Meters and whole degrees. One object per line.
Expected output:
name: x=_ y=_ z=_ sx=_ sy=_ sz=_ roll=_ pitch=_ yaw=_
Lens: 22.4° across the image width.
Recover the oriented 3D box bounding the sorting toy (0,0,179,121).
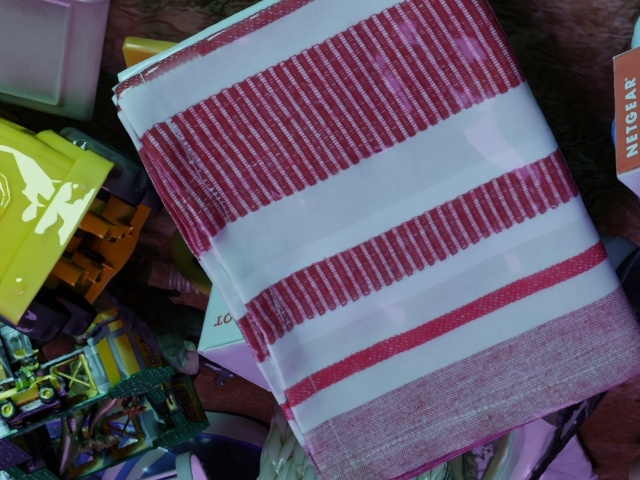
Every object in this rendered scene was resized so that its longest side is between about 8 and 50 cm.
sorting toy: x=-0.235 y=-0.155 z=1.114 sx=0.348 sy=0.047 sz=0.196 roll=14 pitch=157 yaw=-6

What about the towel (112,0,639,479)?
towel: x=0.044 y=-0.007 z=1.025 sx=0.237 sy=0.037 sz=0.329 roll=-26 pitch=107 yaw=5

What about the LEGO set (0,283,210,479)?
LEGO set: x=-0.248 y=0.103 z=1.522 sx=0.255 sy=0.192 sz=0.331 roll=-25 pitch=161 yaw=4

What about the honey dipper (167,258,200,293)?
honey dipper: x=-0.055 y=0.038 z=1.442 sx=0.161 sy=0.030 sz=0.030 roll=5 pitch=153 yaw=1

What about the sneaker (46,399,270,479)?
sneaker: x=-0.214 y=0.308 z=1.782 sx=0.323 sy=0.236 sz=0.130 roll=1 pitch=151 yaw=16

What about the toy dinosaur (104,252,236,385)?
toy dinosaur: x=-0.103 y=0.079 z=1.296 sx=0.118 sy=0.064 sz=0.268 roll=28 pitch=-179 yaw=-24

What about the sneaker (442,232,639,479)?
sneaker: x=0.131 y=0.088 z=1.277 sx=0.182 sy=0.158 sz=0.410 roll=37 pitch=148 yaw=16

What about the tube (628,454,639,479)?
tube: x=0.396 y=0.199 z=1.567 sx=0.070 sy=0.062 sz=0.240 roll=-20 pitch=167 yaw=-40

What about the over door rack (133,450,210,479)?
over door rack: x=-0.174 y=0.366 z=1.613 sx=0.240 sy=0.108 sz=0.324 roll=-16 pitch=128 yaw=10

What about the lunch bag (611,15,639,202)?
lunch bag: x=0.323 y=-0.043 z=1.069 sx=0.243 sy=0.115 sz=0.303 roll=-1 pitch=150 yaw=25

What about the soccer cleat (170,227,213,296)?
soccer cleat: x=0.008 y=0.053 z=1.372 sx=0.289 sy=0.093 sz=0.121 roll=14 pitch=150 yaw=-9

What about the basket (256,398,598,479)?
basket: x=0.102 y=0.318 z=1.599 sx=0.266 sy=0.331 sz=0.328 roll=0 pitch=151 yaw=24

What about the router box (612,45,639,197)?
router box: x=0.372 y=-0.037 z=0.858 sx=0.301 sy=0.082 sz=0.335 roll=-22 pitch=139 yaw=36

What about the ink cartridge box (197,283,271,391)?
ink cartridge box: x=0.000 y=0.000 z=1.169 sx=0.140 sy=0.190 sz=0.082 roll=-17 pitch=142 yaw=42

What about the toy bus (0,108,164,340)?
toy bus: x=-0.244 y=-0.035 z=1.236 sx=0.211 sy=0.149 sz=0.220 roll=30 pitch=-179 yaw=6
